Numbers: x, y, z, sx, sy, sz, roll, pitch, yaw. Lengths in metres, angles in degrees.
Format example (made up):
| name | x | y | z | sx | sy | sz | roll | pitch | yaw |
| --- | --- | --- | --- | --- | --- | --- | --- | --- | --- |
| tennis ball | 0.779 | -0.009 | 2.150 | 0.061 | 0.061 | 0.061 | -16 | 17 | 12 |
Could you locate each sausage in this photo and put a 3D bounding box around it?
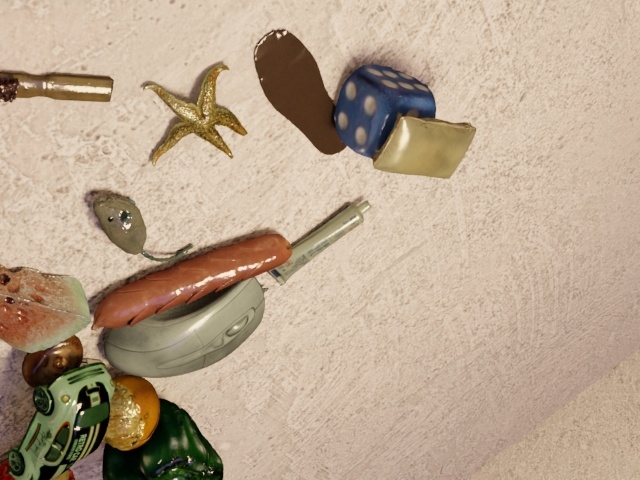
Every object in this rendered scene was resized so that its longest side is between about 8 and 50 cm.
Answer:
| name | x | y | z | sx | sy | sz | roll | pitch | yaw |
| --- | --- | --- | --- | --- | --- | --- | --- | --- | --- |
| sausage | -0.253 | 0.078 | 1.442 | 0.433 | 0.088 | 0.088 | -22 | 138 | -18 |

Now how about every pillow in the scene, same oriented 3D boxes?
| name | x | y | z | sx | sy | sz | roll | pitch | yaw |
| --- | --- | --- | --- | --- | --- | --- | --- | --- | --- |
| pillow | 0.194 | -0.168 | 1.316 | 0.208 | 0.053 | 0.119 | 1 | 124 | -36 |

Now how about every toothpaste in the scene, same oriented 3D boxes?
| name | x | y | z | sx | sy | sz | roll | pitch | yaw |
| --- | --- | --- | --- | --- | --- | --- | --- | --- | --- |
| toothpaste | 0.000 | 0.000 | 1.573 | 0.268 | 0.047 | 0.069 | -37 | 159 | 4 |

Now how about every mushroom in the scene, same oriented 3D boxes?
| name | x | y | z | sx | sy | sz | roll | pitch | yaw |
| --- | --- | --- | --- | --- | --- | --- | --- | --- | --- |
| mushroom | -0.518 | 0.231 | 1.399 | 0.126 | 0.085 | 0.109 | -42 | 172 | -16 |

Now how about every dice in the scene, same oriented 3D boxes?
| name | x | y | z | sx | sy | sz | roll | pitch | yaw |
| --- | --- | --- | --- | --- | --- | --- | --- | --- | --- |
| dice | 0.121 | -0.235 | 1.352 | 0.143 | 0.146 | 0.146 | -7 | 129 | -37 |

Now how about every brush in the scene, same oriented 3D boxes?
| name | x | y | z | sx | sy | sz | roll | pitch | yaw |
| --- | --- | --- | --- | --- | --- | --- | --- | --- | --- |
| brush | -0.428 | -0.223 | 1.065 | 0.247 | 0.036 | 0.043 | -3 | 134 | -33 |

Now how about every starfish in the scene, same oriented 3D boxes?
| name | x | y | z | sx | sy | sz | roll | pitch | yaw |
| --- | --- | --- | --- | --- | --- | --- | --- | --- | --- |
| starfish | -0.214 | -0.204 | 1.236 | 0.217 | 0.050 | 0.223 | -42 | 135 | 18 |

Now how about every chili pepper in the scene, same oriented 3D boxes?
| name | x | y | z | sx | sy | sz | roll | pitch | yaw |
| --- | --- | --- | --- | --- | --- | --- | --- | --- | --- |
| chili pepper | -0.361 | 0.504 | 1.641 | 0.248 | 0.257 | 0.233 | -40 | 135 | 2 |

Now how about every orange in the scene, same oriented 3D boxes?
| name | x | y | z | sx | sy | sz | roll | pitch | yaw |
| --- | --- | --- | --- | --- | --- | --- | --- | --- | --- |
| orange | -0.412 | 0.359 | 1.517 | 0.156 | 0.134 | 0.157 | 5 | 85 | -58 |

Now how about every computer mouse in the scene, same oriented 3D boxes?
| name | x | y | z | sx | sy | sz | roll | pitch | yaw |
| --- | --- | --- | --- | --- | --- | --- | --- | --- | --- |
| computer mouse | -0.262 | 0.191 | 1.521 | 0.370 | 0.122 | 0.188 | -24 | 139 | -20 |

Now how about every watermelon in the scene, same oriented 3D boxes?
| name | x | y | z | sx | sy | sz | roll | pitch | yaw |
| --- | --- | --- | --- | --- | --- | --- | --- | --- | --- |
| watermelon | -0.547 | 0.108 | 1.272 | 0.154 | 0.094 | 0.241 | -36 | 140 | 15 |

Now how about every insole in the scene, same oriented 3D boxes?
| name | x | y | z | sx | sy | sz | roll | pitch | yaw |
| --- | --- | --- | --- | --- | --- | --- | --- | --- | --- |
| insole | -0.027 | -0.260 | 1.335 | 0.111 | 0.007 | 0.328 | -38 | 140 | 4 |

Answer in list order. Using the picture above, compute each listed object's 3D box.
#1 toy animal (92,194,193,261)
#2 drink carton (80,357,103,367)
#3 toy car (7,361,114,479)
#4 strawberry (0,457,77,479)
| name | x | y | z | sx | sy | sz | roll | pitch | yaw |
| --- | --- | --- | --- | --- | --- | --- | --- | --- | --- |
| toy animal | -0.327 | -0.004 | 1.324 | 0.079 | 0.070 | 0.253 | -26 | 145 | 12 |
| drink carton | -0.517 | 0.320 | 1.506 | 0.071 | 0.056 | 0.166 | 20 | 115 | -38 |
| toy car | -0.495 | 0.375 | 1.406 | 0.136 | 0.125 | 0.306 | -11 | 136 | -57 |
| strawberry | -0.661 | 0.563 | 1.550 | 0.244 | 0.205 | 0.205 | -19 | 142 | 15 |
